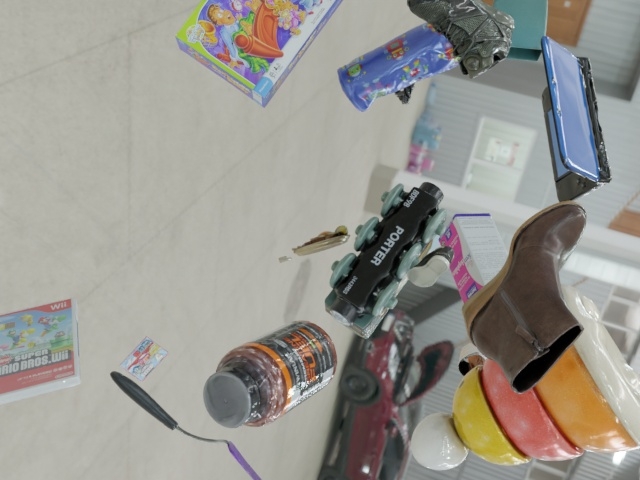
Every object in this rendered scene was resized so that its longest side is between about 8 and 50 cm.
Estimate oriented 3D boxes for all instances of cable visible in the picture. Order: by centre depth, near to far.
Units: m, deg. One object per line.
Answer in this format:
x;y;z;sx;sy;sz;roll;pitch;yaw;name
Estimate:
0.250;-0.513;2.187;0.184;0.047;0.150;100;-25;-57;cable

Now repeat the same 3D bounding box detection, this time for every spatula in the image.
-0.192;0.284;1.049;0.030;0.296;0.084;-56;-175;-10;spatula

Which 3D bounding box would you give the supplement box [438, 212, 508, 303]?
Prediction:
0.398;0.050;1.770;0.111;0.114;0.220;114;-33;-49;supplement box

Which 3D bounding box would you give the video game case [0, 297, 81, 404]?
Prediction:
-0.636;0.238;1.540;0.285;0.204;0.025;-121;-158;-53;video game case

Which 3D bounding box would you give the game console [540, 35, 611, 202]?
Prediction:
0.506;-0.249;1.513;0.250;0.173;0.293;132;-44;-69;game console

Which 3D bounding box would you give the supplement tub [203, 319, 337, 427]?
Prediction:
-0.064;0.175;0.906;0.198;0.106;0.106;-17;125;-61;supplement tub

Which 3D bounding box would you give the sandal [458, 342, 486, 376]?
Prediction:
0.425;0.346;1.934;0.265;0.076;0.102;-84;-161;-62;sandal

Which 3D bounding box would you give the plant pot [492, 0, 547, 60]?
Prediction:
0.575;-0.660;2.036;0.165;0.165;0.234;-15;114;-78;plant pot

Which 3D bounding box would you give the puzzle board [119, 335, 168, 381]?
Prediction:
-0.561;0.379;2.237;0.128;0.096;0.011;-47;-154;-2;puzzle board

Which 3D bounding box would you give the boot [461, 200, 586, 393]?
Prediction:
0.308;0.072;0.950;0.248;0.090;0.207;-49;-159;9;boot

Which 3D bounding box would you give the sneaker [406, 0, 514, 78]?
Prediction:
0.263;-0.390;1.316;0.087;0.227;0.130;-28;-131;58;sneaker

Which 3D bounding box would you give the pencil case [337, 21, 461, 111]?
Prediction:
0.193;-0.409;1.625;0.133;0.306;0.119;42;29;-56;pencil case

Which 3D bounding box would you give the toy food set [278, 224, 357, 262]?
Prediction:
0.000;0.000;1.453;0.132;0.192;0.038;86;-13;-86;toy food set

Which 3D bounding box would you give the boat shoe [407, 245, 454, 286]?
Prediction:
0.192;0.044;1.220;0.038;0.046;0.125;-52;179;-29;boat shoe

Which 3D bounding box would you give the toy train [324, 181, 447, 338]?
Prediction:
0.128;0.038;1.365;0.334;0.142;0.190;-53;165;-19;toy train

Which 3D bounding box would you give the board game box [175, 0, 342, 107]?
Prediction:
-0.118;-0.502;1.536;0.347;0.233;0.078;-56;180;-7;board game box

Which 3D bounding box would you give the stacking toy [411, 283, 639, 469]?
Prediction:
0.387;0.338;1.415;0.480;0.351;0.350;-32;180;19;stacking toy
